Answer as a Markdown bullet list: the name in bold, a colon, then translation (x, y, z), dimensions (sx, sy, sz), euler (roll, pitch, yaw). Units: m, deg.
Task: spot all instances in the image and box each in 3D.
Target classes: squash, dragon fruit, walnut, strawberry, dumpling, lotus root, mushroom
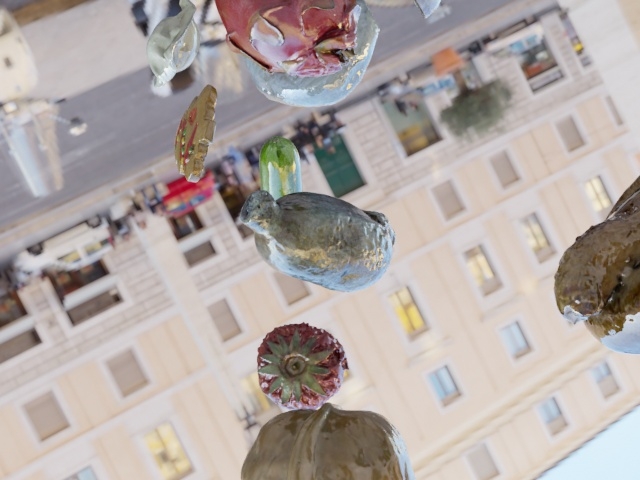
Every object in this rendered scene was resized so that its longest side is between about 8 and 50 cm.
- **squash**: translation (-0.088, -0.080, 2.242), dimensions (0.101, 0.101, 0.379), euler (-28, 141, -29)
- **dragon fruit**: translation (-0.065, -0.419, 1.719), dimensions (0.250, 0.315, 0.250), euler (-13, 159, -5)
- **walnut**: translation (0.013, 0.406, 1.669), dimensions (0.296, 0.285, 0.285), euler (0, -168, 18)
- **strawberry**: translation (-0.036, 0.274, 2.224), dimensions (0.205, 0.205, 0.244), euler (-26, 172, 8)
- **dumpling**: translation (-0.283, -0.378, 1.950), dimensions (0.169, 0.100, 0.134), euler (-48, -159, -1)
- **lotus root**: translation (0.000, 0.003, 1.750), dimensions (0.175, 0.175, 0.349), euler (-24, 155, 39)
- **mushroom**: translation (0.490, 0.012, 1.401), dimensions (0.345, 0.239, 0.345), euler (-33, -154, 18)

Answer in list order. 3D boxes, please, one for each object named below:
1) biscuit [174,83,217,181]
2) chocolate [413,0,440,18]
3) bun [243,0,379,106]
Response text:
- **biscuit**: translation (-0.284, -0.231, 2.199), dimensions (0.041, 0.212, 0.238), euler (10, 176, -25)
- **chocolate**: translation (0.156, -0.501, 1.736), dimensions (0.080, 0.157, 0.254), euler (-33, 154, 8)
- **bun**: translation (-0.017, -0.471, 2.401), dimensions (0.354, 0.355, 0.194), euler (-25, 162, 24)
